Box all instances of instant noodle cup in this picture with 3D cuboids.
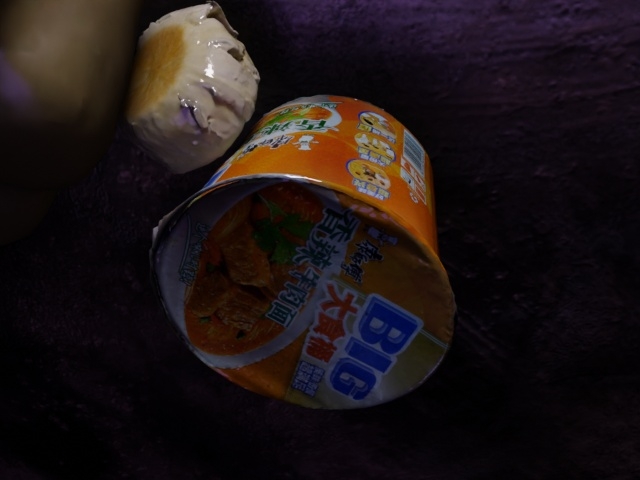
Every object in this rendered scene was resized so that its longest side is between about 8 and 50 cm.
[{"bbox_3d":[0.000,0.000,0.778,0.296,0.214,0.296,7,128,9],"label":"instant noodle cup"}]

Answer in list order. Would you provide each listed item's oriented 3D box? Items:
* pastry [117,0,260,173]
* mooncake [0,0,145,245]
[{"bbox_3d":[-0.135,-0.148,0.745,0.165,0.166,0.088,-23,144,28],"label":"pastry"},{"bbox_3d":[-0.379,-0.199,0.619,0.466,0.262,0.467,7,151,4],"label":"mooncake"}]
